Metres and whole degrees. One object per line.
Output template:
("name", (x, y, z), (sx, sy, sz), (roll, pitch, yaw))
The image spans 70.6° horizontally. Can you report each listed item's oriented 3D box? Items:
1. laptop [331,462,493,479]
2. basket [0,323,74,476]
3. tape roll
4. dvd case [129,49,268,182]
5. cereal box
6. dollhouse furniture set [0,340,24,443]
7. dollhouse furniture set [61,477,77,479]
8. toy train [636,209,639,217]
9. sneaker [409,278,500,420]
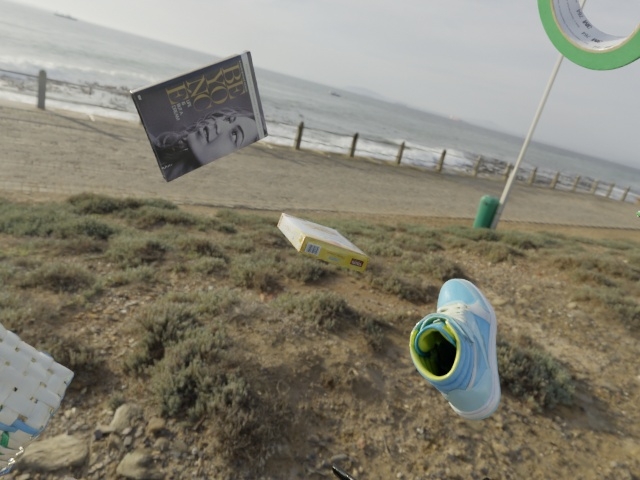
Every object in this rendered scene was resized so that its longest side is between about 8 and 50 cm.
("laptop", (0.187, 0.307, 0.500), (0.264, 0.137, 0.234), (48, -24, -21))
("basket", (-0.602, 0.281, 0.762), (0.255, 0.288, 0.201), (45, 25, -25))
("tape roll", (0.610, -0.532, 0.958), (0.077, 0.322, 0.321), (-28, 31, -9))
("dvd case", (-0.200, -0.219, 0.798), (0.221, 0.165, 0.018), (-32, 45, -26))
("cereal box", (0.000, 0.000, 1.128), (0.172, 0.048, 0.240), (18, 11, -22))
("dollhouse furniture set", (-0.657, 0.319, 0.896), (0.101, 0.161, 0.182), (6, 41, -32))
("dollhouse furniture set", (-0.141, 0.397, 0.308), (0.393, 0.363, 0.256), (29, -2, 7))
("toy train", (0.747, -0.081, 1.012), (0.024, 0.083, 0.017), (46, 10, -50))
("sneaker", (0.264, 0.169, 0.911), (0.208, 0.127, 0.319), (43, 34, -32))
